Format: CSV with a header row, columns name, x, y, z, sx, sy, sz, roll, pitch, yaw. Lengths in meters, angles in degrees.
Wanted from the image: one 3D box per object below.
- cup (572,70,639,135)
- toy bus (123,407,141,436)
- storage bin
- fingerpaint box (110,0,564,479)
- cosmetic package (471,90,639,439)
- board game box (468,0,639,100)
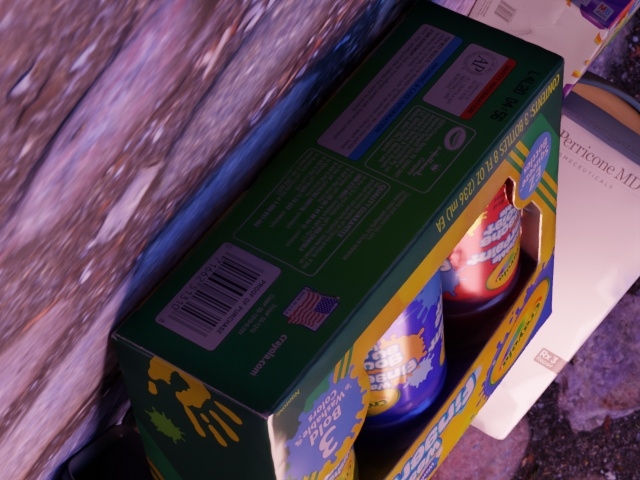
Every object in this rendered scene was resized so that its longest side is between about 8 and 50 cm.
name,x,y,z,sx,sy,sz,roll,pitch,yaw
cup,0.262,-0.101,2.131,0.331,0.331,0.237,-56,-159,21
toy bus,-0.177,0.264,1.687,0.333,0.108,0.130,-56,173,25
storage bin,-0.203,0.248,1.539,0.091,0.098,0.135,-44,177,22
fingerpaint box,0.042,0.073,1.488,0.445,0.163,0.371,-49,152,-30
cosmetic package,0.234,0.019,1.969,0.385,0.217,0.156,-55,-161,21
board game box,0.305,-0.313,1.857,0.275,0.142,0.144,-49,172,-31
